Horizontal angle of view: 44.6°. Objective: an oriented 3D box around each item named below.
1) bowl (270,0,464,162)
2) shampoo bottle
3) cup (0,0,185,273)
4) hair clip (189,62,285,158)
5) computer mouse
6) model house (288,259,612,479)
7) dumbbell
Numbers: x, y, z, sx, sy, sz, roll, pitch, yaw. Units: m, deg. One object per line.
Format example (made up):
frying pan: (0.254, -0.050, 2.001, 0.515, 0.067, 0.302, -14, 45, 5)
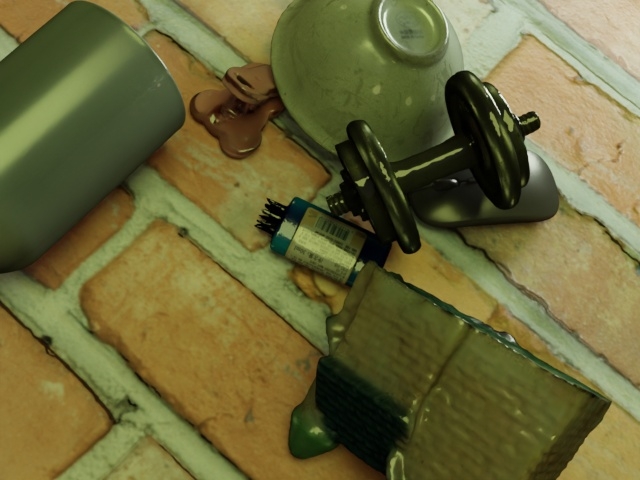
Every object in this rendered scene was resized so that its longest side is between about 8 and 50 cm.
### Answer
bowl: (0.097, -0.270, 1.103, 0.313, 0.146, 0.314, 8, 68, -20)
shampoo bottle: (0.000, 0.000, 1.049, 0.183, 0.050, 0.087, 25, 63, 0)
cup: (-0.341, -0.120, 0.947, 0.205, 0.205, 0.312, 38, 66, 6)
hair clip: (-0.106, -0.198, 1.126, 0.123, 0.102, 0.138, 42, 33, 6)
computer mouse: (0.240, -0.077, 1.128, 0.232, 0.057, 0.120, -3, 67, -13)
model house: (0.126, 0.213, 0.905, 0.298, 0.243, 0.284, 31, 89, 31)
dumbbell: (0.144, -0.098, 0.998, 0.289, 0.192, 0.192, -23, 72, 3)
